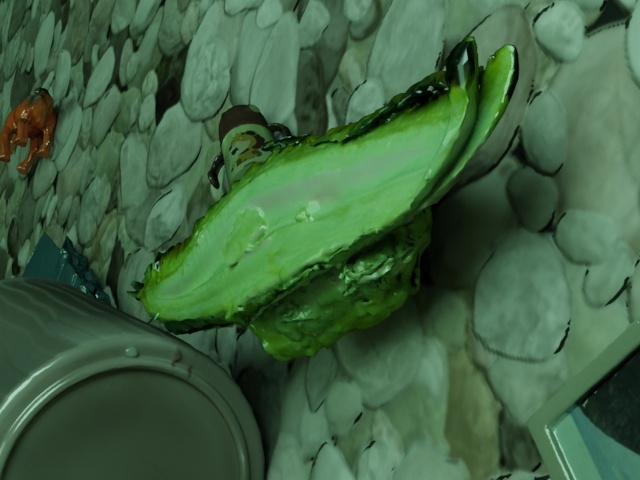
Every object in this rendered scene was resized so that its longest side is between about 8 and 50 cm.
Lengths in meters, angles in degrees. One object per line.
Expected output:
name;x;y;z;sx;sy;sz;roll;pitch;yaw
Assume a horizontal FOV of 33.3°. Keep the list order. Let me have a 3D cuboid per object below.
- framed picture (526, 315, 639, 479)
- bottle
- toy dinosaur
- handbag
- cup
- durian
framed picture;0.158;0.109;0.385;0.150;0.015;0.203;-53;39;36
bottle;-0.051;-0.061;0.764;0.101;0.063;0.047;-111;14;-46
toy dinosaur;-0.359;-0.134;1.308;0.280;0.055;0.101;-24;51;56
handbag;-0.257;0.091;1.058;0.221;0.057;0.144;43;113;56
cup;-0.207;0.170;0.756;0.288;0.208;0.273;-47;25;-21
durian;-0.006;-0.004;0.608;0.375;0.107;0.132;-33;55;50
